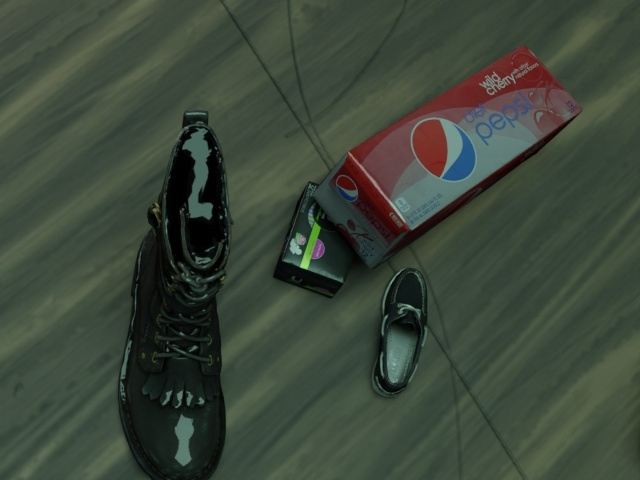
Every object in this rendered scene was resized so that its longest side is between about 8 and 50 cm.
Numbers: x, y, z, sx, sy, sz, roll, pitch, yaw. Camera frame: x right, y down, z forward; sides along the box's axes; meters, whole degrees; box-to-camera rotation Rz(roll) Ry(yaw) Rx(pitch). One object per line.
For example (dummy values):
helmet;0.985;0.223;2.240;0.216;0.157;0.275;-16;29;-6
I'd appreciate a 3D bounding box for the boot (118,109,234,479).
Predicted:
boot;-0.111;0.055;0.915;0.091;0.229;0.263;-2;72;-13

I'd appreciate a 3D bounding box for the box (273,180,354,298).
box;0.000;0.000;1.054;0.062;0.052;0.083;19;67;-5

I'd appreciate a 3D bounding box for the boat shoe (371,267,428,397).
boat shoe;0.075;0.080;1.051;0.046;0.038;0.125;20;69;-6

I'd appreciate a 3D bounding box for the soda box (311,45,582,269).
soda box;0.121;-0.082;1.060;0.263;0.083;0.092;-34;81;-35
